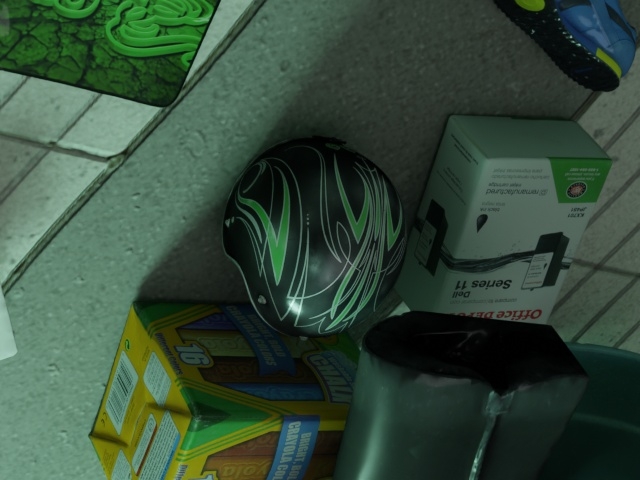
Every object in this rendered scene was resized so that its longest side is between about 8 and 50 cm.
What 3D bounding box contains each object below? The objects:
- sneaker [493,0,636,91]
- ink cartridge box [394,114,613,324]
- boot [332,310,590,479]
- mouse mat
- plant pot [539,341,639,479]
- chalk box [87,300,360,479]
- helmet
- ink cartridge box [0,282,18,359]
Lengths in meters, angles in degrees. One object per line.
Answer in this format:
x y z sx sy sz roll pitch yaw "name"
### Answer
0.224 -0.228 1.391 0.209 0.069 0.082 39 68 -33 "sneaker"
0.179 -0.014 1.502 0.153 0.087 0.208 -1 125 -27 "ink cartridge box"
0.015 0.273 1.348 0.367 0.146 0.445 -6 131 -33 "boot"
-0.175 -0.191 1.234 0.189 0.007 0.153 10 119 -34 "mouse mat"
0.278 0.336 1.613 0.341 0.341 0.334 -5 116 -25 "plant pot"
-0.049 0.182 1.466 0.289 0.179 0.180 3 123 -30 "chalk box"
0.000 0.000 1.365 0.169 0.161 0.169 -14 129 -18 "helmet"
-0.363 0.073 1.293 0.181 0.061 0.104 -17 131 -16 "ink cartridge box"
